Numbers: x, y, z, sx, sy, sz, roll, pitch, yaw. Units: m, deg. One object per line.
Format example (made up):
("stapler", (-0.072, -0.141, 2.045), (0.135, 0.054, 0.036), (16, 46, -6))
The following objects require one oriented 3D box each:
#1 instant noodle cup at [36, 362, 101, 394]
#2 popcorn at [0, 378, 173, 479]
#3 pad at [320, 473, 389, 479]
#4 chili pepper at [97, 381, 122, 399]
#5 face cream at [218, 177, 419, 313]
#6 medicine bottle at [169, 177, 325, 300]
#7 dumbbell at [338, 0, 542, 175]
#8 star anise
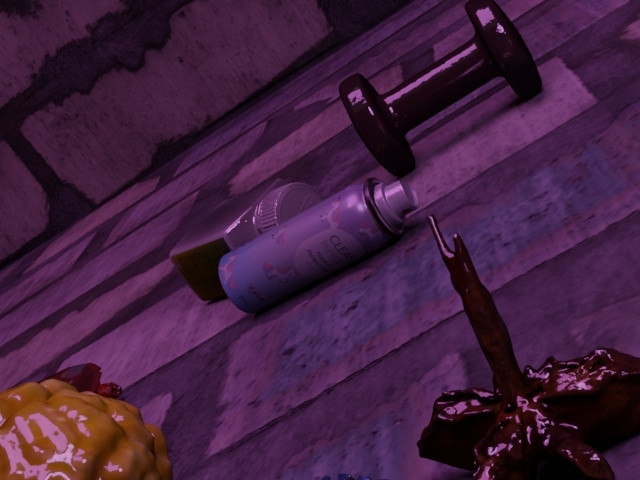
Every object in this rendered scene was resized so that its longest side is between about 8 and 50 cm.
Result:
("instant noodle cup", (-0.291, 0.233, 1.059), (0.274, 0.090, 0.274), (-33, 15, 10))
("popcorn", (-0.206, 0.216, 0.819), (0.200, 0.226, 0.203), (-1, -25, 3))
("pad", (0.001, 0.222, 0.521), (0.269, 0.012, 0.270), (-52, 20, -27))
("chili pepper", (-0.343, 0.231, 1.257), (0.272, 0.063, 0.071), (-31, 27, 4))
("face cream", (0.000, 0.000, 1.202), (0.229, 0.075, 0.075), (-29, 15, 24))
("medicine bottle", (-0.078, -0.007, 1.372), (0.188, 0.088, 0.132), (-18, 22, 48))
("dumbbell", (0.144, -0.187, 1.363), (0.225, 0.140, 0.124), (-32, 57, 13))
("star anise", (0.099, 0.072, 0.620), (0.158, 0.144, 0.140), (-35, 22, -6))
